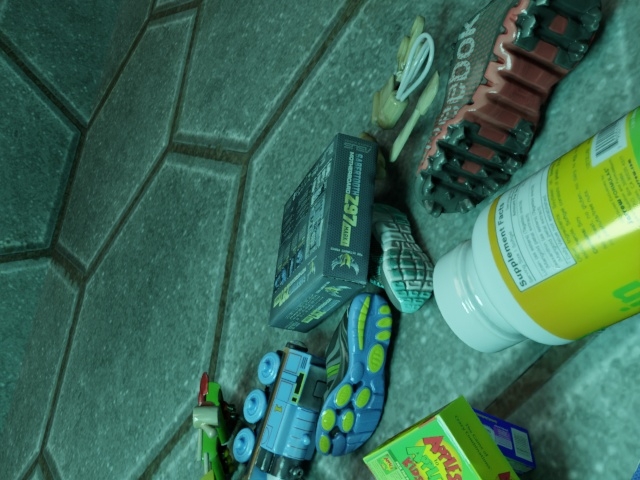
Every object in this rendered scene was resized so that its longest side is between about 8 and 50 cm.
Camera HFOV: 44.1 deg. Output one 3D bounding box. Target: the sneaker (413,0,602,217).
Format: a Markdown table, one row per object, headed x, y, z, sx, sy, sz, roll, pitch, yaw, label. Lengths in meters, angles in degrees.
| x | y | z | sx | sy | sz | roll | pitch | yaw | label |
| --- | --- | --- | --- | --- | --- | --- | --- | --- | --- |
| 0.179 | -0.156 | 0.834 | 0.276 | 0.097 | 0.135 | -61 | 23 | 17 | sneaker |

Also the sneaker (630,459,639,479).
| x | y | z | sx | sy | sz | roll | pitch | yaw | label |
| --- | --- | --- | --- | --- | --- | --- | --- | --- | --- |
| 0.277 | 0.088 | 0.475 | 0.112 | 0.131 | 0.296 | 22 | 88 | 62 | sneaker |

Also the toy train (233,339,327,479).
| x | y | z | sx | sy | sz | roll | pitch | yaw | label |
| --- | --- | --- | --- | --- | --- | --- | --- | --- | --- |
| -0.041 | 0.214 | 0.957 | 0.105 | 0.080 | 0.184 | 7 | 76 | 53 | toy train |

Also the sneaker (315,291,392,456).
| x | y | z | sx | sy | sz | roll | pitch | yaw | label |
| --- | --- | --- | --- | --- | --- | --- | --- | --- | --- |
| 0.037 | 0.153 | 0.899 | 0.078 | 0.067 | 0.188 | 143 | 142 | -73 | sneaker |

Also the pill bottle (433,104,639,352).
| x | y | z | sx | sy | sz | roll | pitch | yaw | label |
| --- | --- | --- | --- | --- | --- | --- | --- | --- | --- |
| 0.210 | 0.002 | 0.632 | 0.246 | 0.136 | 0.136 | -37 | 42 | 42 | pill bottle |

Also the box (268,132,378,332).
| x | y | z | sx | sy | sz | roll | pitch | yaw | label |
| --- | --- | --- | --- | --- | --- | --- | --- | --- | --- |
| 0.000 | 0.000 | 0.987 | 0.232 | 0.059 | 0.183 | 131 | 149 | -62 | box |

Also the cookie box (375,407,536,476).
| x | y | z | sx | sy | sz | roll | pitch | yaw | label |
| --- | --- | --- | --- | --- | --- | --- | --- | --- | --- |
| 0.117 | 0.193 | 0.699 | 0.107 | 0.092 | 0.040 | -43 | 33 | 37 | cookie box |

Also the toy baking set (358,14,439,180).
| x | y | z | sx | sy | sz | roll | pitch | yaw | label |
| --- | --- | --- | --- | --- | --- | --- | --- | --- | --- |
| 0.090 | -0.173 | 0.974 | 0.256 | 0.030 | 0.197 | -94 | 21 | -62 | toy baking set |

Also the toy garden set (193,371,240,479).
| x | y | z | sx | sy | sz | roll | pitch | yaw | label |
| --- | --- | --- | --- | --- | --- | --- | --- | --- | --- |
| -0.127 | 0.289 | 0.996 | 0.204 | 0.049 | 0.244 | 88 | 179 | -51 | toy garden set |

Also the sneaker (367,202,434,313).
| x | y | z | sx | sy | sz | roll | pitch | yaw | label |
| --- | --- | --- | --- | --- | --- | --- | --- | --- | --- |
| 0.082 | 0.032 | 0.913 | 0.166 | 0.065 | 0.076 | -102 | 29 | -50 | sneaker |

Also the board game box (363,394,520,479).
| x | y | z | sx | sy | sz | roll | pitch | yaw | label |
| --- | --- | --- | --- | --- | --- | --- | --- | --- | --- |
| 0.122 | 0.224 | 0.616 | 0.092 | 0.043 | 0.181 | -42 | 77 | 37 | board game box |
